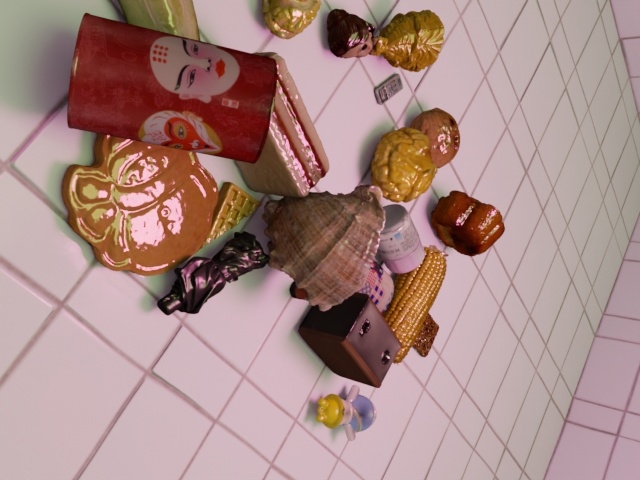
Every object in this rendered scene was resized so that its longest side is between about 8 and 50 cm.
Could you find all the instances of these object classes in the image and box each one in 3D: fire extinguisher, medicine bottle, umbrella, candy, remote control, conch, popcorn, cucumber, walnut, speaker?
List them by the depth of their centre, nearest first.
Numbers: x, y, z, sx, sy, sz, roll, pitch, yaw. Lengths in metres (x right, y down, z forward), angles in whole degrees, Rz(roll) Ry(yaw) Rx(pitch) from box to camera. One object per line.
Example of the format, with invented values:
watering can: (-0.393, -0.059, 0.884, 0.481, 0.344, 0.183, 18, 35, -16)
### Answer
cucumber: (-0.321, -0.467, 1.267, 0.145, 0.105, 0.325, -66, 143, -57)
umbrella: (-0.239, 0.073, 1.431, 0.272, 0.122, 0.110, -34, 81, -33)
candy: (-0.123, -0.256, 1.451, 0.135, 0.180, 0.320, -49, 128, -30)
conch: (-0.016, 0.000, 1.497, 0.210, 0.352, 0.297, 2, 59, -32)
popcorn: (-0.068, -0.539, 1.516, 0.145, 0.126, 0.126, -35, 133, -17)
fire extinguisher: (0.000, 0.133, 1.644, 0.062, 0.177, 0.050, -47, 126, -32)
speaker: (0.084, 0.259, 1.744, 0.153, 0.193, 0.230, -57, 133, -27)
popcorn: (0.230, -0.204, 1.872, 0.201, 0.225, 0.203, -15, 153, -12)
remote control: (0.199, -0.441, 1.897, 0.124, 0.018, 0.053, -41, 123, -36)
medicine bottle: (0.222, -0.003, 1.901, 0.135, 0.135, 0.168, -53, 130, -29)
walnut: (0.349, -0.308, 1.989, 0.155, 0.156, 0.184, -30, 112, -41)

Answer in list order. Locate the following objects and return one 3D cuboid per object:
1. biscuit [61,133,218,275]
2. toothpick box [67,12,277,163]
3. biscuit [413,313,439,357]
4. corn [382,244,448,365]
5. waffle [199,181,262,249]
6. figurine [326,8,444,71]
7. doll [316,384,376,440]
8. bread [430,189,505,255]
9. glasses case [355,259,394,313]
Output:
biscuit: (-0.355, -0.091, 1.314, 0.312, 0.057, 0.351, -52, 130, -31)
toothpick box: (-0.264, -0.267, 1.175, 0.334, 0.204, 0.204, 9, 89, -17)
biscuit: (0.318, 0.281, 2.128, 0.231, 0.025, 0.131, 46, 62, -41)
corn: (0.268, 0.186, 1.981, 0.144, 0.144, 0.387, 45, 68, -41)
waffle: (-0.213, -0.028, 1.502, 0.125, 0.032, 0.190, 36, 72, -47)
figurine: (0.156, -0.530, 1.743, 0.315, 0.187, 0.167, -14, 110, -37)
doll: (0.075, 0.483, 1.838, 0.241, 0.099, 0.135, 21, 103, -46)
bread: (0.467, -0.054, 2.107, 0.135, 0.232, 0.246, -52, 154, -16)
glasses case: (0.108, 0.103, 1.833, 0.327, 0.076, 0.125, 40, 64, -43)
